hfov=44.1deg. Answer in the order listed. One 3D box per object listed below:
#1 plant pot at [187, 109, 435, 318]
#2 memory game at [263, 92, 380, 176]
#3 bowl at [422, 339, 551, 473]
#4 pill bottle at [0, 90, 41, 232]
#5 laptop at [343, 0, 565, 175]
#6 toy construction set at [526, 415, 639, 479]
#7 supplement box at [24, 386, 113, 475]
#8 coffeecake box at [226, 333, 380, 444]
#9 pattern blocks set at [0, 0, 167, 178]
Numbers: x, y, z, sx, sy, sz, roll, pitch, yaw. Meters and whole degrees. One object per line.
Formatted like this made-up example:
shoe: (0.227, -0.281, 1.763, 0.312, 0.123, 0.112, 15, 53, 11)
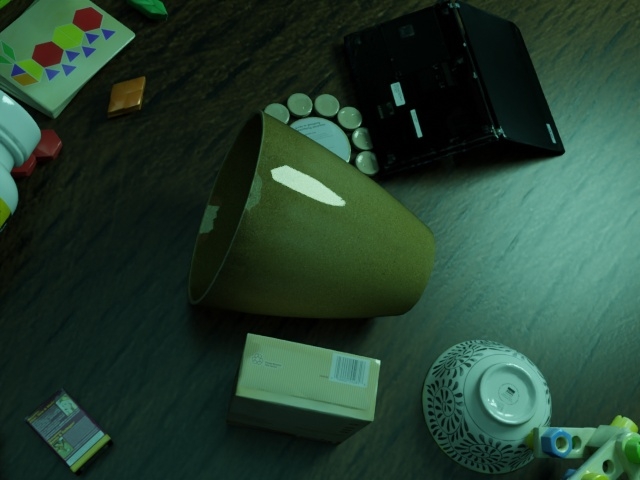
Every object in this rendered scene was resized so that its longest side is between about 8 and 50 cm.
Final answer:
plant pot: (0.000, 0.000, 0.947, 0.254, 0.237, 0.237, 19, 65, -17)
memory game: (-0.008, -0.125, 1.096, 0.186, 0.012, 0.186, 3, 68, -8)
bowl: (0.217, 0.194, 0.968, 0.170, 0.080, 0.170, 3, 67, -8)
pill bottle: (-0.462, -0.023, 0.874, 0.188, 0.188, 0.334, 26, 69, 2)
laptop: (0.196, -0.215, 1.161, 0.264, 0.136, 0.234, -17, 70, 8)
toy construction set: (0.423, 0.260, 0.926, 0.328, 0.151, 0.215, -22, 87, -8)
supplement box: (-0.283, 0.216, 0.892, 0.083, 0.043, 0.055, 45, 68, 8)
coffeecake box: (-0.025, 0.171, 0.877, 0.142, 0.185, 0.068, 12, 67, -5)
pattern blocks set: (-0.365, -0.259, 1.080, 0.285, 0.026, 0.325, 44, 68, 9)
